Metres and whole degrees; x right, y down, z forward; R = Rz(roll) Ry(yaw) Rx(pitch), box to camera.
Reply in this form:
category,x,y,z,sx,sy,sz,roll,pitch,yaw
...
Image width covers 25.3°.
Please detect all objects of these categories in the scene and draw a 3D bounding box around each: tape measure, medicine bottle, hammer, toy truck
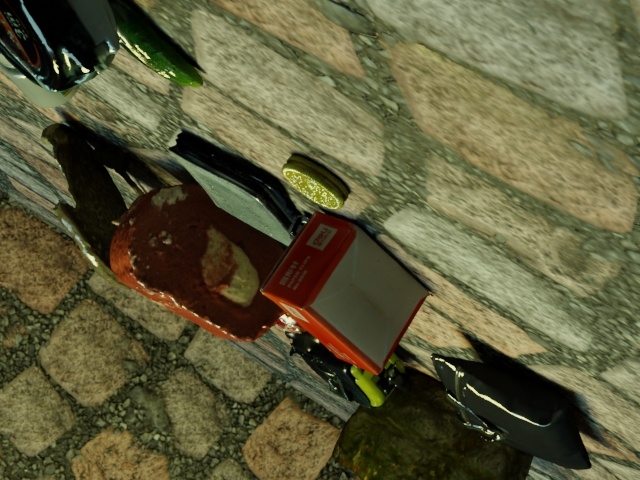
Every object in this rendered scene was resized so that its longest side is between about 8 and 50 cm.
category,x,y,z,sx,sy,sz,roll,pitch,yaw
tape measure,0.053,0.201,2.354,0.199,0.112,0.186,26,164,46
medicine bottle,-0.357,-0.227,1.772,0.080,0.080,0.130,28,167,25
tape measure,-0.281,-0.240,1.414,0.181,0.107,0.182,25,150,50
hammer,-0.311,-0.090,2.376,0.058,0.029,0.292,32,171,17
toy truck,0.000,0.000,1.854,0.083,0.039,0.044,31,-178,5

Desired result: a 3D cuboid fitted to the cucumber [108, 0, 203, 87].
category,x,y,z,sx,sy,sz,roll,pitch,yaw
cucumber,-0.186,-0.208,1.492,0.039,0.039,0.168,20,164,50

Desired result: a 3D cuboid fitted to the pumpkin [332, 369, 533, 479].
category,x,y,z,sx,sy,sz,roll,pitch,yaw
pumpkin,0.184,0.373,2.431,0.303,0.225,0.256,33,171,1

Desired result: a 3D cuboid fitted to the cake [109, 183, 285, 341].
category,x,y,z,sx,sy,sz,roll,pitch,yaw
cake,-0.173,0.028,2.108,0.283,0.177,0.151,31,170,-18

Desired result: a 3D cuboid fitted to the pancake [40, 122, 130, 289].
category,x,y,z,sx,sy,sz,roll,pitch,yaw
pancake,-0.355,-0.053,2.213,0.288,0.033,0.286,61,-168,1

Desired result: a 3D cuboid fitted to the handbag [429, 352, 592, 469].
category,x,y,z,sx,sy,sz,roll,pitch,yaw
handbag,0.267,0.239,1.996,0.211,0.089,0.254,21,163,27

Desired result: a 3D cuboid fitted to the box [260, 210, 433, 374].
category,x,y,z,sx,sy,sz,roll,pitch,yaw
box,0.032,0.067,1.798,0.099,0.133,0.182,22,165,49

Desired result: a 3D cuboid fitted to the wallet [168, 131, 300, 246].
category,x,y,z,sx,sy,sz,roll,pitch,yaw
wallet,-0.103,-0.059,1.892,0.167,0.036,0.222,28,168,23

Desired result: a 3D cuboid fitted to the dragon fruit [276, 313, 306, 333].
category,x,y,z,sx,sy,sz,roll,pitch,yaw
dragon fruit,-0.016,0.107,2.229,0.190,0.094,0.094,18,161,39

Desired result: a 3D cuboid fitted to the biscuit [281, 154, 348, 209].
category,x,y,z,sx,sy,sz,roll,pitch,yaw
biscuit,-0.006,-0.066,1.626,0.084,0.023,0.084,31,167,8
